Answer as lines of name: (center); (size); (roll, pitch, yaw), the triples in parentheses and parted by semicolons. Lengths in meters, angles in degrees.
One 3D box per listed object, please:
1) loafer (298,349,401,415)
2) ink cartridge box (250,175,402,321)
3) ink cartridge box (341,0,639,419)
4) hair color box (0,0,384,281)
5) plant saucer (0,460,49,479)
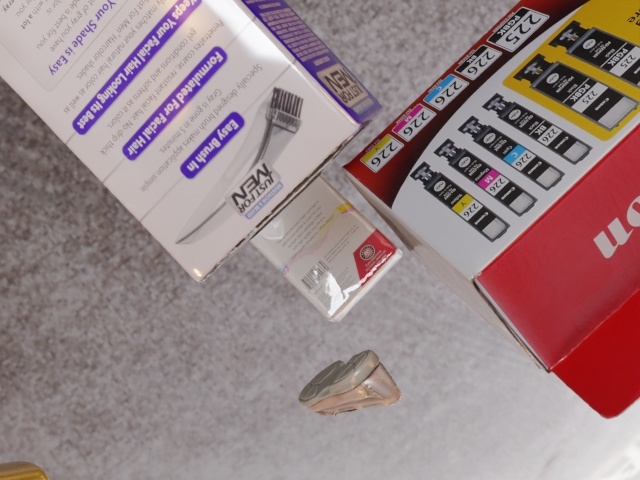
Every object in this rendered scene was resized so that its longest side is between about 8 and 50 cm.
loafer: (0.019, 0.111, 0.720); (0.045, 0.039, 0.125); (-47, -177, -24)
ink cartridge box: (0.000, 0.000, 1.289); (0.127, 0.175, 0.072); (-46, 168, 4)
ink cartridge box: (0.214, -0.070, 0.725); (0.309, 0.272, 0.130); (-44, 126, -1)
hair color box: (-0.135, -0.157, 0.777); (0.185, 0.339, 0.110); (-42, -179, 21)
plant saucer: (-0.386, 0.404, 1.171); (0.081, 0.333, 0.333); (-40, 159, 20)
